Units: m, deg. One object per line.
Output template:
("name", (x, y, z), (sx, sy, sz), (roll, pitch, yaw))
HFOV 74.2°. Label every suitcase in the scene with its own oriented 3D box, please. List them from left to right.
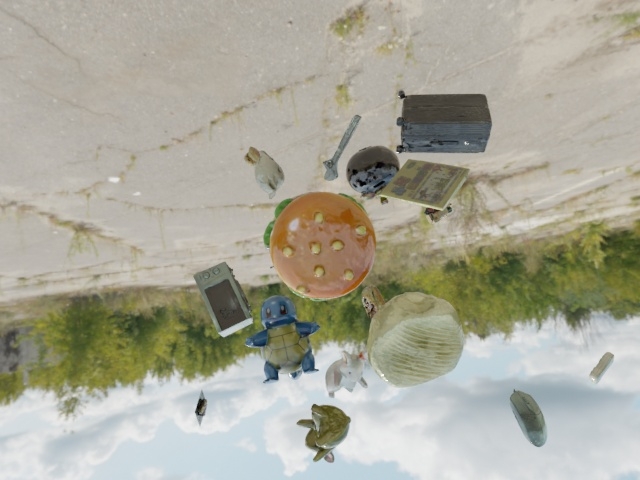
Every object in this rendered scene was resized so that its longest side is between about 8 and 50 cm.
("suitcase", (0.458, -0.448, 1.597), (0.336, 0.229, 0.152), (2, 138, 10))

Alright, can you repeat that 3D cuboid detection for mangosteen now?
("mangosteen", (0.274, -0.322, 2.125), (0.275, 0.302, 0.275), (-20, -173, 3))

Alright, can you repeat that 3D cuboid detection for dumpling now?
("dumpling", (-0.246, -0.306, 2.017), (0.143, 0.246, 0.172), (-8, 164, -13))

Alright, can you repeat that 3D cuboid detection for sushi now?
("sushi", (-0.520, 0.746, 1.883), (0.026, 0.125, 0.120), (0, -143, 2))

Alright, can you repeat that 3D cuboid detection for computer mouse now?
("computer mouse", (0.845, 0.705, 1.703), (0.113, 0.228, 0.068), (0, 145, -20))

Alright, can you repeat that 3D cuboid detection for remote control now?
("remote control", (0.999, 0.453, 1.504), (0.032, 0.122, 0.074), (33, 166, 43))

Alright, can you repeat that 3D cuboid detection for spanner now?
("spanner", (0.086, -0.378, 1.753), (0.026, 0.093, 0.325), (-30, 157, -49))

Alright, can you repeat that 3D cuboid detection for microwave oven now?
("microwave oven", (-0.449, 0.278, 2.006), (0.181, 0.295, 0.237), (-25, 167, -13))

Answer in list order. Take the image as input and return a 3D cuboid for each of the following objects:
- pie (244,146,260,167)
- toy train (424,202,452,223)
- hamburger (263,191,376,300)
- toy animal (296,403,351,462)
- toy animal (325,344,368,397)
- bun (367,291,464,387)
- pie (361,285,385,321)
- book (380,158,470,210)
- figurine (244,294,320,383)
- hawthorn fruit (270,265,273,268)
("pie", (-0.338, -0.442, 2.368), (0.179, 0.205, 0.084), (30, 111, -27))
("toy train", (0.560, -0.140, 1.994), (0.138, 0.087, 0.050), (-27, 177, -6))
("hamburger", (0.000, 0.000, 1.484), (0.396, 0.395, 0.277), (-7, -173, -9))
("toy animal", (0.001, 0.846, 1.807), (0.181, 0.181, 0.362), (-1, 133, -27))
("toy animal", (0.115, 0.519, 1.666), (0.141, 0.138, 0.282), (4, 146, -28))
("bun", (0.324, 0.346, 1.523), (0.349, 0.352, 0.227), (18, -169, -16))
("pie", (0.318, 0.396, 2.457), (0.086, 0.308, 0.308), (-17, 174, -13))
("book", (0.287, -0.157, 1.163), (0.192, 0.168, 0.013), (18, 146, 37))
("figurine", (-0.129, 0.434, 1.729), (0.298, 0.415, 0.243), (-11, -157, 5))
("hawthorn fruit", (-0.170, 0.057, 2.407), (0.235, 0.231, 0.263), (-8, -171, -12))
